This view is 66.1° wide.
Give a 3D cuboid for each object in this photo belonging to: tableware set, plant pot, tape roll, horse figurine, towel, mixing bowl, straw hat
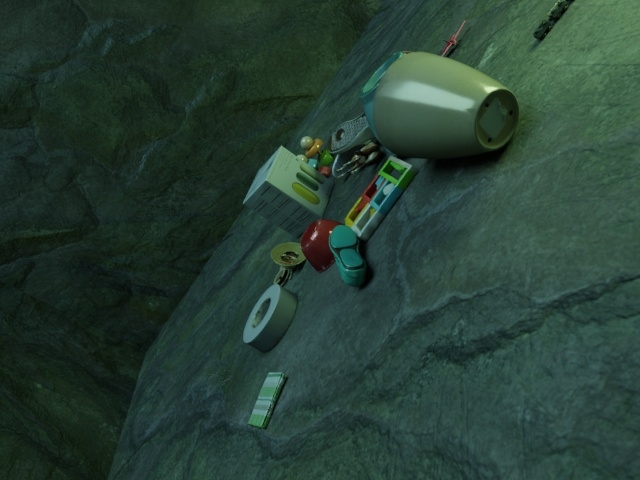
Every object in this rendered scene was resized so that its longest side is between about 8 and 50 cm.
[{"bbox_3d":[-0.144,0.100,1.876,0.128,0.039,0.194,-43,23,37],"label":"tableware set"},{"bbox_3d":[0.242,-0.431,1.473,0.293,0.196,0.293,-43,20,20],"label":"plant pot"},{"bbox_3d":[-0.168,0.256,1.631,0.219,0.072,0.219,-49,20,25],"label":"tape roll"},{"bbox_3d":[0.143,-0.288,1.708,0.174,0.066,0.263,-38,7,-10],"label":"horse figurine"},{"bbox_3d":[-0.146,0.440,1.359,0.113,0.023,0.152,-28,36,60],"label":"towel"},{"bbox_3d":[0.000,0.000,1.582,0.181,0.098,0.181,-49,19,23],"label":"mixing bowl"},{"bbox_3d":[-0.112,0.072,1.795,0.145,0.144,0.061,-86,-6,-56],"label":"straw hat"},{"bbox_3d":[0.299,-0.290,1.120,0.257,0.256,0.274,-56,34,2],"label":"plant pot"}]

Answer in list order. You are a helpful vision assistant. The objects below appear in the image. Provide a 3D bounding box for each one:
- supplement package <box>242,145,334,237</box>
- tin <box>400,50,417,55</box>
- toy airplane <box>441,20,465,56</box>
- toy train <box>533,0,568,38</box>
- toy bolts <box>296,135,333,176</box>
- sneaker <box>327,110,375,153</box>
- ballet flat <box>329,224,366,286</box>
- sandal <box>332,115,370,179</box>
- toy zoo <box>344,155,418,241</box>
[{"bbox_3d":[-0.123,-0.187,1.936,0.198,0.262,0.199,-35,28,47],"label":"supplement package"},{"bbox_3d":[0.319,-0.595,1.704,0.189,0.040,0.106,26,85,39],"label":"tin"},{"bbox_3d":[0.440,-0.667,1.665,0.151,0.028,0.151,-54,18,26],"label":"toy airplane"},{"bbox_3d":[0.562,-0.547,1.163,0.158,0.027,0.036,-53,8,14],"label":"toy train"},{"bbox_3d":[-0.057,-0.333,2.177,0.218,0.158,0.229,-48,20,26],"label":"toy bolts"},{"bbox_3d":[0.157,-0.383,1.769,0.290,0.123,0.106,-27,60,34],"label":"sneaker"},{"bbox_3d":[0.070,0.047,1.341,0.247,0.083,0.087,-105,11,-61],"label":"ballet flat"},{"bbox_3d":[0.111,-0.359,1.882,0.265,0.101,0.076,-60,21,-1],"label":"sandal"},{"bbox_3d":[0.160,-0.111,1.461,0.293,0.030,0.192,-54,18,9],"label":"toy zoo"}]
